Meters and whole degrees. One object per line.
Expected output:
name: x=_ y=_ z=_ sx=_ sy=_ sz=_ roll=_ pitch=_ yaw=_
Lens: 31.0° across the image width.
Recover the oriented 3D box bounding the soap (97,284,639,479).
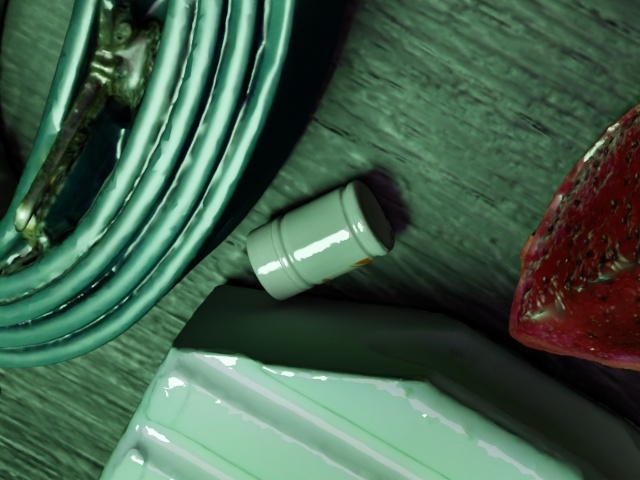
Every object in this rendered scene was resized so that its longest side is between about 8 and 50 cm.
soap: x=0.079 y=0.205 z=0.801 sx=0.446 sy=0.156 sz=0.261 roll=30 pitch=112 yaw=1

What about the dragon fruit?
dragon fruit: x=0.266 y=0.000 z=0.718 sx=0.212 sy=0.134 sz=0.262 roll=33 pitch=142 yaw=-18

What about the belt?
belt: x=-0.160 y=-0.127 z=0.730 sx=0.300 sy=0.173 sz=0.436 roll=30 pitch=112 yaw=4

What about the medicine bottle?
medicine bottle: x=0.000 y=0.000 z=0.801 sx=0.089 sy=0.057 sz=0.057 roll=-25 pitch=102 yaw=18
